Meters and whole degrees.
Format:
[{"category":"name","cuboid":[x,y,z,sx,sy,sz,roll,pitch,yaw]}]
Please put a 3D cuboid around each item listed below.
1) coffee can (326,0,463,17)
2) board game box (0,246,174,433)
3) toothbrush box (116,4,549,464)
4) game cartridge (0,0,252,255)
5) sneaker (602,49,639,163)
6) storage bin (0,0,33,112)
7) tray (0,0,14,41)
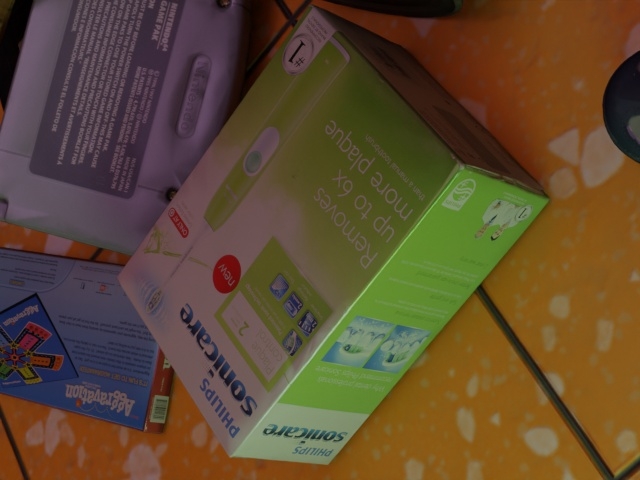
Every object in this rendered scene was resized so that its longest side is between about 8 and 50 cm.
[{"category":"coffee can","cuboid":[0.044,-0.330,1.004,0.201,0.201,0.275,14,89,41]},{"category":"board game box","cuboid":[-0.239,0.088,1.264,0.281,0.027,0.145,7,83,41]},{"category":"toothbrush box","cuboid":[0.000,0.000,1.020,0.283,0.122,0.206,-53,52,20]},{"category":"game cartridge","cuboid":[-0.170,-0.139,1.175,0.198,0.062,0.297,15,90,2]},{"category":"sneaker","cuboid":[0.294,-0.094,0.783,0.319,0.131,0.112,2,83,41]},{"category":"storage bin","cuboid":[-0.252,-0.183,1.300,0.122,0.084,0.180,-38,57,27]},{"category":"tray","cuboid":[-0.274,-0.390,1.246,0.203,0.076,0.411,133,149,-55]}]
